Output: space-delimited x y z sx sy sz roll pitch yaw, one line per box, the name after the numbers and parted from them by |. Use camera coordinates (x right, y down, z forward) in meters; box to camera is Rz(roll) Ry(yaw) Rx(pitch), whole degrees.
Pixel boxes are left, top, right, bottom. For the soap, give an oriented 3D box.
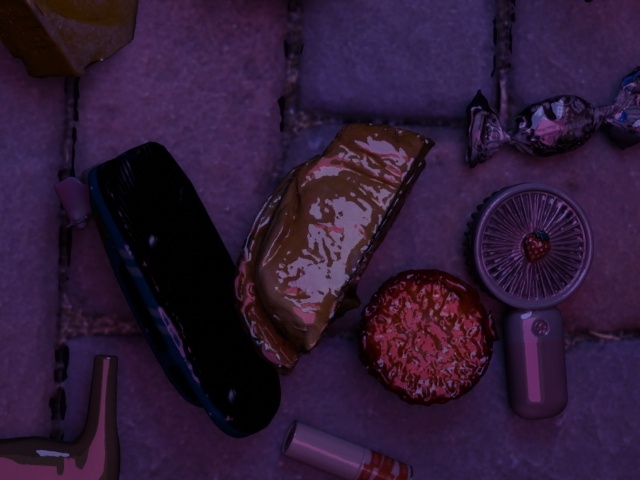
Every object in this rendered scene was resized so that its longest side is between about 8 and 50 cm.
-0.243 -0.281 1.230 0.160 0.080 0.257 6 88 -45 | soap

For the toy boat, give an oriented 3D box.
-0.146 0.059 1.276 0.092 0.134 0.299 -22 97 26 | toy boat

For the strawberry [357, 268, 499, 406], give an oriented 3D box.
0.103 0.097 1.324 0.145 0.086 0.145 -1 96 -6 | strawberry

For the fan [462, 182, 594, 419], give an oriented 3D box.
0.218 0.063 1.357 0.130 0.074 0.244 -7 92 -12 | fan

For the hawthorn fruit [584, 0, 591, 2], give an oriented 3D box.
0.300 -0.394 1.279 0.287 0.287 0.330 12 99 -11 | hawthorn fruit

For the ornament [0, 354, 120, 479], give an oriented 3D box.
-0.250 0.227 1.264 0.230 0.061 0.245 2 88 -12 | ornament

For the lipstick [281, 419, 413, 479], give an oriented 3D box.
0.027 0.222 1.334 0.131 0.038 0.038 23 85 -10 | lipstick

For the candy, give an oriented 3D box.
0.251 -0.128 1.380 0.226 0.051 0.094 -14 82 -13 | candy

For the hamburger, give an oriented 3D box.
0.000 0.000 1.289 0.131 0.124 0.262 29 72 5 | hamburger
